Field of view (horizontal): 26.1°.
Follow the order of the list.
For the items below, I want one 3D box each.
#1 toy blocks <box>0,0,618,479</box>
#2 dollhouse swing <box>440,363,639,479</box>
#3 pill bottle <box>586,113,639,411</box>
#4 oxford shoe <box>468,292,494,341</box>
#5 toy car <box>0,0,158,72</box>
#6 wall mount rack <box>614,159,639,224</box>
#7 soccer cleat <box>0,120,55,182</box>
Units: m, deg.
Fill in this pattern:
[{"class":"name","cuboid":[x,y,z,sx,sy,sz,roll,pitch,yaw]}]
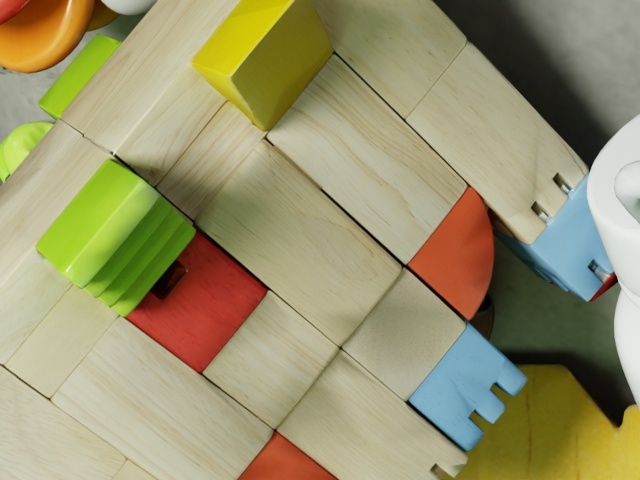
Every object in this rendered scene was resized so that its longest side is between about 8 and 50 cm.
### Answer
[{"class":"toy blocks","cuboid":[-0.018,0.030,0.662,0.261,0.381,0.191,42,174,-27]},{"class":"dollhouse swing","cuboid":[0.108,0.276,0.913,0.347,0.315,0.305,-4,157,35]},{"class":"pill bottle","cuboid":[0.232,0.070,0.637,0.160,0.160,0.283,-6,124,35]},{"class":"oxford shoe","cuboid":[0.000,0.000,0.792,0.227,0.083,0.096,30,119,4]},{"class":"toy car","cuboid":[-0.164,-0.168,0.685,0.159,0.136,0.182,3,129,30]},{"class":"wall mount rack","cuboid":[0.260,-0.092,0.421,0.304,0.350,0.130,6,166,31]},{"class":"soccer cleat","cuboid":[-0.144,0.002,0.890,0.072,0.060,0.179,-19,110,52]}]
